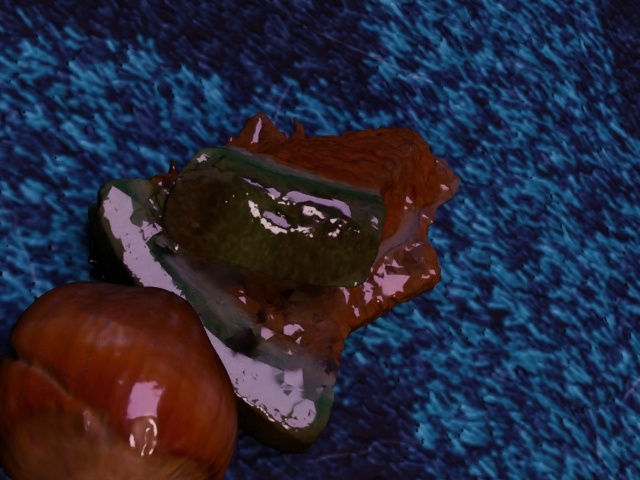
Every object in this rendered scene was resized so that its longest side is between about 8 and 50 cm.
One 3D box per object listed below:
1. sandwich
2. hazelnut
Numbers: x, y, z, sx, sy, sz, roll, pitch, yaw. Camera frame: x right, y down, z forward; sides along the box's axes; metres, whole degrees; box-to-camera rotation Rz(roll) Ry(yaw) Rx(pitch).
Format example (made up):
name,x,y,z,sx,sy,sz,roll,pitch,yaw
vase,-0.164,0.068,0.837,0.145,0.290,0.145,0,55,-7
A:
name,x,y,z,sx,sy,sz,roll,pitch,yaw
sandwich,0.000,0.000,1.325,0.301,0.162,0.250,-34,89,-36
hazelnut,-0.134,0.112,1.170,0.182,0.182,0.182,14,58,-24
